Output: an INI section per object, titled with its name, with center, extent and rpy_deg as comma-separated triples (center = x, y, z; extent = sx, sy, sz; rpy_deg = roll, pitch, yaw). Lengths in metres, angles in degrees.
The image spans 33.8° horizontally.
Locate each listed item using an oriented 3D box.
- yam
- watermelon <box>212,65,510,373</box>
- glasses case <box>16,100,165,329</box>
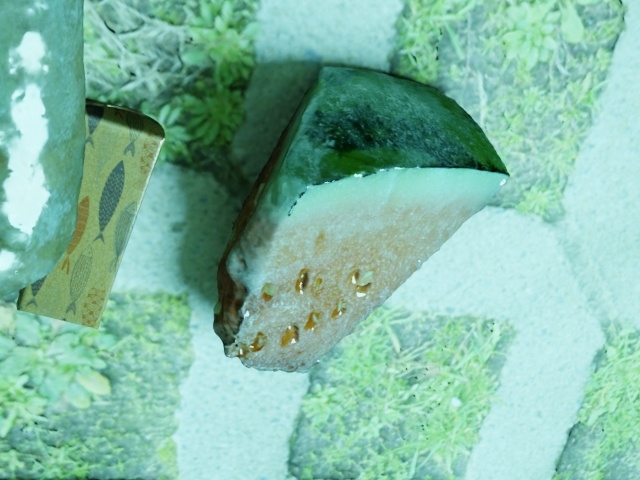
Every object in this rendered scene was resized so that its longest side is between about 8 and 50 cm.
[yam]
center = -0.209, -0.127, 0.653
extent = 0.133, 0.133, 0.330
rpy_deg = -2, 117, -22
[watermelon]
center = 0.000, 0.000, 0.831
extent = 0.193, 0.139, 0.256
rpy_deg = 6, 128, -32
[glasses case]
center = -0.173, -0.018, 0.786
extent = 0.065, 0.041, 0.169
rpy_deg = 16, 115, -18
